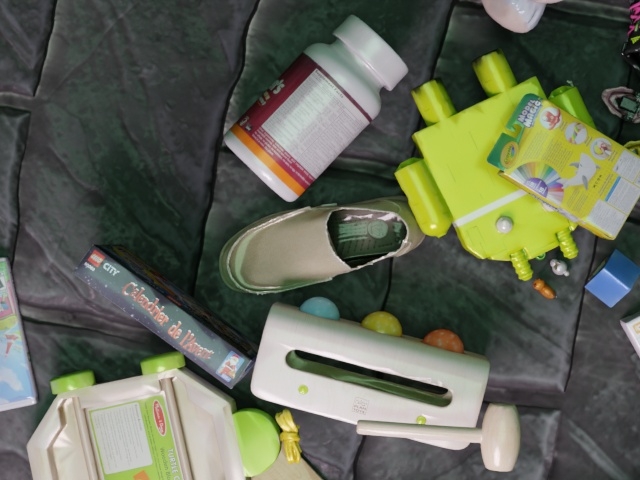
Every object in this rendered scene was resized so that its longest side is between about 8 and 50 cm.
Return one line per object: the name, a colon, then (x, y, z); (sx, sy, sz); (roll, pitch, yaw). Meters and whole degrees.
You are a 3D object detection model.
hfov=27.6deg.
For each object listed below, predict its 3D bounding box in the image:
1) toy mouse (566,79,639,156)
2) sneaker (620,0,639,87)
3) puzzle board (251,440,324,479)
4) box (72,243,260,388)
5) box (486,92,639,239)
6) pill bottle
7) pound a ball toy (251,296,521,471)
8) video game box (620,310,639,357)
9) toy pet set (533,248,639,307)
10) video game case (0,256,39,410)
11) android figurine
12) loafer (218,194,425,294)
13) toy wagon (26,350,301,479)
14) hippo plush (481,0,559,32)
toy mouse: (0.354, -0.146, 1.628); (0.161, 0.031, 0.143); (-45, 88, 6)
sneaker: (0.402, -0.257, 1.600); (0.074, 0.063, 0.170); (-18, 94, -33)
puzzle board: (-0.069, 0.298, 1.664); (0.096, 0.011, 0.128); (-44, 87, 3)
box: (-0.181, 0.089, 1.595); (0.233, 0.159, 0.044); (36, 92, 3)
box: (0.292, -0.088, 1.545); (0.179, 0.043, 0.105); (32, 87, -5)
pill bottle: (-0.004, -0.164, 1.604); (0.121, 0.121, 0.221); (44, 92, 2)
pound a ball toy: (0.084, 0.159, 1.557); (0.319, 0.208, 0.136); (14, 91, 4)
video game box: (0.503, 0.145, 1.616); (0.187, 0.048, 0.205); (-30, 88, 5)
toy pet set: (0.328, 0.031, 1.615); (0.114, 0.065, 0.122); (39, 92, 2)
video game case: (-0.485, 0.136, 1.679); (0.212, 0.023, 0.193); (-12, 90, 3)
android figurine: (0.222, -0.088, 1.594); (0.248, 0.056, 0.273); (-24, 89, -1)
loafer: (0.000, 0.000, 1.619); (0.268, 0.092, 0.102); (-17, 89, 3)
toy wagon: (-0.189, 0.276, 1.635); (0.344, 0.068, 0.267); (-12, 90, 5)
hippo plush: (0.279, -0.418, 1.577); (0.236, 0.234, 0.294); (-23, 106, -27)
